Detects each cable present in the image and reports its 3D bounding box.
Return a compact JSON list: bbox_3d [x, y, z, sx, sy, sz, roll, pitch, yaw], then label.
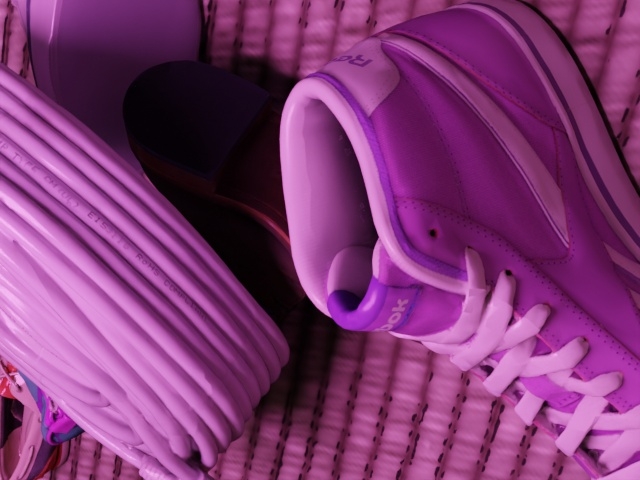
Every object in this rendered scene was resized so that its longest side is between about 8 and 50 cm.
[{"bbox_3d":[-0.132,0.010,0.805,0.257,0.089,0.257,34,162,25],"label":"cable"}]

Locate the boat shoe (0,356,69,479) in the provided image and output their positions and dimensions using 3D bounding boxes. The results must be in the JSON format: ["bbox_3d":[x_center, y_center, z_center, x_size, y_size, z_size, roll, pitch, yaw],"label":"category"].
[{"bbox_3d":[-0.188,0.095,1.026,0.049,0.043,0.137,27,124,37],"label":"boat shoe"}]

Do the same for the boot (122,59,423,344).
[{"bbox_3d":[0.000,0.000,0.796,0.219,0.082,0.106,35,157,15],"label":"boot"}]

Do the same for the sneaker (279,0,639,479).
[{"bbox_3d":[0.080,0.043,0.652,0.282,0.161,0.102,56,135,8],"label":"sneaker"}]

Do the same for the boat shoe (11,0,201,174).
[{"bbox_3d":[-0.123,-0.161,0.823,0.084,0.095,0.258,18,114,51],"label":"boat shoe"}]

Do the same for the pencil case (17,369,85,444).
[{"bbox_3d":[-0.168,0.042,0.960,0.064,0.070,0.151,-31,83,19],"label":"pencil case"}]
